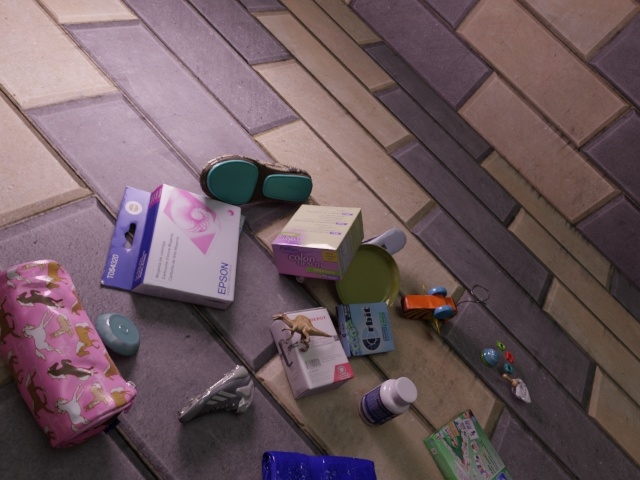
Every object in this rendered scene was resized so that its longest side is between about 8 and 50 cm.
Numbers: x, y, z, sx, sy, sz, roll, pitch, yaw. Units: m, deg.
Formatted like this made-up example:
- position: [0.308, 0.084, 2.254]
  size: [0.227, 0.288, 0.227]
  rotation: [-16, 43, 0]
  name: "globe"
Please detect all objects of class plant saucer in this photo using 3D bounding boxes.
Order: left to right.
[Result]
- position: [-0.456, 0.208, 1.095]
  size: [0.119, 0.021, 0.119]
  rotation: [49, 8, -9]
  name: "plant saucer"
- position: [0.153, 0.131, 1.586]
  size: [0.241, 0.037, 0.241]
  rotation: [2, 85, -23]
  name: "plant saucer"

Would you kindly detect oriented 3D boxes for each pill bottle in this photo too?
- position: [0.186, 0.440, 1.315]
  size: [0.094, 0.169, 0.094]
  rotation: [20, 46, -22]
  name: "pill bottle"

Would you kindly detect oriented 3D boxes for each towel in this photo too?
- position: [0.012, 0.612, 1.107]
  size: [0.308, 0.076, 0.228]
  rotation: [17, 48, -25]
  name: "towel"

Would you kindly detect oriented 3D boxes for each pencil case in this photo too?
- position: [-0.533, 0.220, 0.974]
  size: [0.386, 0.160, 0.167]
  rotation: [53, 9, 14]
  name: "pencil case"

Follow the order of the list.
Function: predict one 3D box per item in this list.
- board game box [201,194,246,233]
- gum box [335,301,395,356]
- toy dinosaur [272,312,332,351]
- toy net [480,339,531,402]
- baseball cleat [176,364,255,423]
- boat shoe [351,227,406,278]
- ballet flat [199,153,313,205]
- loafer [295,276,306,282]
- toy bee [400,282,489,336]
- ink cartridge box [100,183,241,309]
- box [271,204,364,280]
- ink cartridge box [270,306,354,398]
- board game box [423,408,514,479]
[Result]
- position: [-0.316, -0.067, 1.480]
  size: [0.154, 0.026, 0.103]
  rotation: [27, 43, -16]
  name: "board game box"
- position: [0.140, 0.275, 1.488]
  size: [0.184, 0.041, 0.157]
  rotation: [3, 72, -35]
  name: "gum box"
- position: [-0.040, 0.241, 1.267]
  size: [0.183, 0.053, 0.093]
  rotation: [24, 44, -14]
  name: "toy dinosaur"
- position: [0.688, 0.487, 1.752]
  size: [0.122, 0.045, 0.232]
  rotation: [-14, 66, -45]
  name: "toy net"
- position: [-0.231, 0.382, 1.127]
  size: [0.109, 0.072, 0.206]
  rotation: [53, 46, 3]
  name: "baseball cleat"
- position: [0.156, 0.048, 1.675]
  size: [0.306, 0.105, 0.113]
  rotation: [-34, 95, -22]
  name: "boat shoe"
- position: [-0.233, -0.204, 1.571]
  size: [0.182, 0.164, 0.482]
  rotation: [31, 21, 35]
  name: "ballet flat"
- position: [-0.043, 0.083, 1.546]
  size: [0.045, 0.039, 0.125]
  rotation: [31, 42, -10]
  name: "loafer"
- position: [0.423, 0.252, 1.695]
  size: [0.298, 0.162, 0.195]
  rotation: [12, 53, 4]
  name: "toy bee"
- position: [-0.389, 0.005, 1.310]
  size: [0.330, 0.071, 0.324]
  rotation: [16, 53, -26]
  name: "ink cartridge box"
- position: [0.000, 0.000, 1.512]
  size: [0.213, 0.117, 0.243]
  rotation: [5, 35, 22]
  name: "box"
- position: [-0.026, 0.307, 1.328]
  size: [0.158, 0.092, 0.218]
  rotation: [-2, 58, -37]
  name: "ink cartridge box"
- position: [0.461, 0.686, 1.405]
  size: [0.213, 0.046, 0.317]
  rotation: [-11, 63, -41]
  name: "board game box"
